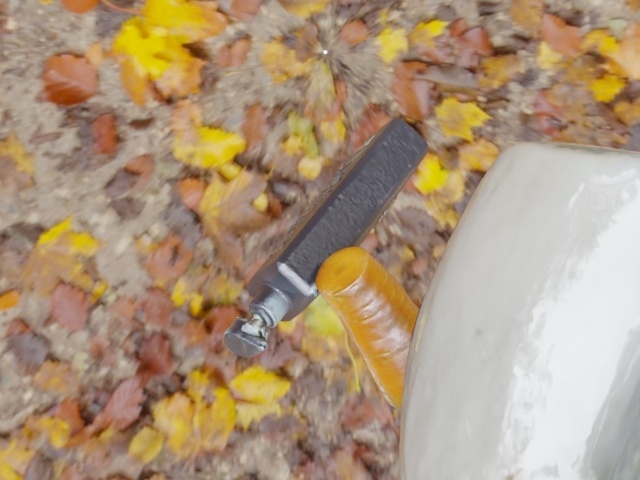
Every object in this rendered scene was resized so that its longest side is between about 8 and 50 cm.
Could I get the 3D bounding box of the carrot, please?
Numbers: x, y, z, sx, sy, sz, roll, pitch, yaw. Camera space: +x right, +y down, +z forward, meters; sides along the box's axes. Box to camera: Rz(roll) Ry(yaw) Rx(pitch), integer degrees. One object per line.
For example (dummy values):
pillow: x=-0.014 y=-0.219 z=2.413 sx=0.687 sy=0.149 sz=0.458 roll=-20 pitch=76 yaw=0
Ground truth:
carrot: x=0.070 y=0.090 z=1.262 sx=0.087 sy=0.087 sz=0.193 roll=-26 pitch=122 yaw=4

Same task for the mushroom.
mushroom: x=0.089 y=0.116 z=0.441 sx=0.159 sy=0.122 sz=0.328 roll=18 pitch=89 yaw=-5

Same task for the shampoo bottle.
shampoo bottle: x=0.000 y=0.000 z=1.314 sx=0.071 sy=0.098 sz=0.309 roll=44 pitch=60 yaw=-6
